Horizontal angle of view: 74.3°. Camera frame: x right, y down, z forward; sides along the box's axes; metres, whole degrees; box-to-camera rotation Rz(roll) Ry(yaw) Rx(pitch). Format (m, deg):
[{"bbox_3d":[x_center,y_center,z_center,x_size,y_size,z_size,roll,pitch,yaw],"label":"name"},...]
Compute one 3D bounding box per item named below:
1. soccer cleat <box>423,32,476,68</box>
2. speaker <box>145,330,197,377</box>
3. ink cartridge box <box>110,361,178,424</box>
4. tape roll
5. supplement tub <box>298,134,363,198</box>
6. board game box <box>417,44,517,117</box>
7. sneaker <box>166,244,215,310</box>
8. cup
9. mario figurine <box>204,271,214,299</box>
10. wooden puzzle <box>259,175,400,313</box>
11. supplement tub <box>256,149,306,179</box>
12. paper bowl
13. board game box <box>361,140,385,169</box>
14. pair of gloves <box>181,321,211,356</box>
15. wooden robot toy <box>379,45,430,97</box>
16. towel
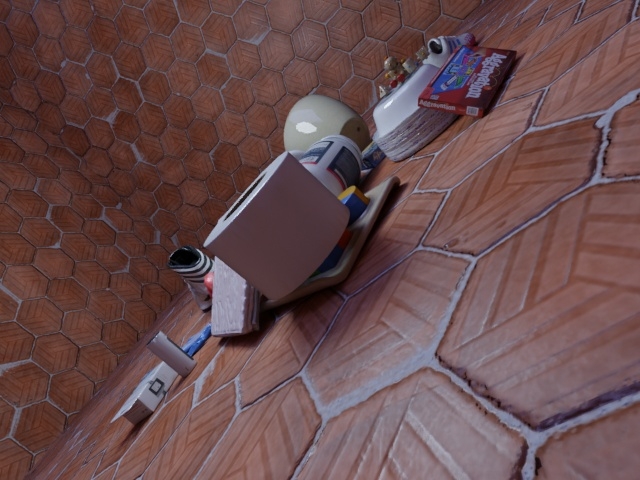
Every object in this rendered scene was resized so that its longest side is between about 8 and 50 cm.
[{"bbox_3d":[0.492,-0.739,1.616,0.116,0.143,0.331,-27,21,54],"label":"soccer cleat"},{"bbox_3d":[-0.403,0.308,1.142,0.055,0.136,0.055,-43,12,11],"label":"speaker"},{"bbox_3d":[-0.482,0.432,1.167,0.104,0.060,0.180,-38,14,27],"label":"ink cartridge box"},{"bbox_3d":[-0.085,-0.030,0.828,0.246,0.169,0.246,-43,17,16],"label":"tape roll"},{"bbox_3d":[0.014,-0.189,1.273,0.191,0.191,0.272,-35,16,39],"label":"supplement tub"},{"bbox_3d":[0.348,-0.381,0.987,0.281,0.145,0.027,-53,-28,-33],"label":"board game box"},{"bbox_3d":[-0.462,0.127,1.630,0.169,0.257,0.447,-51,14,-26],"label":"sneaker"},{"bbox_3d":[0.055,-0.409,1.676,0.236,0.331,0.331,21,63,48],"label":"cup"},{"bbox_3d":[-0.233,0.081,1.347,0.321,0.170,0.198,-53,1,11],"label":"mario figurine"},{"bbox_3d":[0.000,0.000,0.969,0.322,0.080,0.348,-30,20,51],"label":"wooden puzzle"},{"bbox_3d":[-0.123,-0.191,1.613,0.235,0.235,0.325,-49,13,-19],"label":"supplement tub"},{"bbox_3d":[0.259,-0.363,1.155,0.284,0.148,0.284,-41,12,11],"label":"paper bowl"},{"bbox_3d":[0.224,-0.339,1.424,0.243,0.042,0.165,-46,12,-4],"label":"board game box"},{"bbox_3d":[-0.402,0.325,1.348,0.159,0.023,0.198,-48,13,-13],"label":"pair of gloves"},{"bbox_3d":[0.206,-0.470,1.144,0.173,0.079,0.076,-34,16,39],"label":"wooden robot toy"},{"bbox_3d":[-0.213,0.073,1.063,0.317,0.053,0.332,-24,61,60],"label":"towel"}]
